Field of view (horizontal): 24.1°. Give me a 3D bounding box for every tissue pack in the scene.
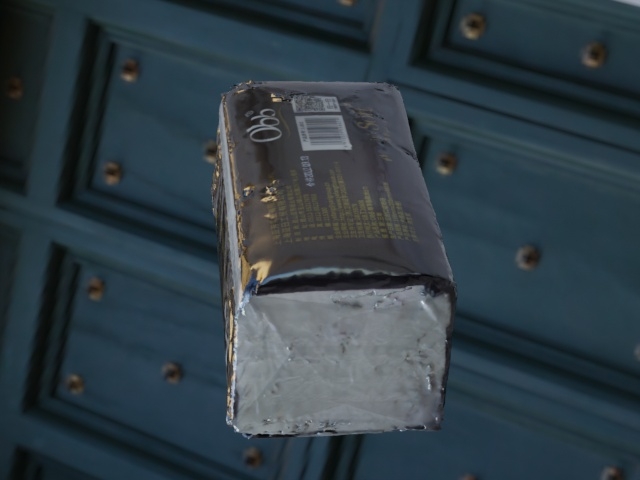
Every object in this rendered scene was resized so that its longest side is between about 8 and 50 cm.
[{"bbox_3d":[0.000,0.000,1.451,0.370,0.210,0.198,-98,6,-54],"label":"tissue pack"}]
